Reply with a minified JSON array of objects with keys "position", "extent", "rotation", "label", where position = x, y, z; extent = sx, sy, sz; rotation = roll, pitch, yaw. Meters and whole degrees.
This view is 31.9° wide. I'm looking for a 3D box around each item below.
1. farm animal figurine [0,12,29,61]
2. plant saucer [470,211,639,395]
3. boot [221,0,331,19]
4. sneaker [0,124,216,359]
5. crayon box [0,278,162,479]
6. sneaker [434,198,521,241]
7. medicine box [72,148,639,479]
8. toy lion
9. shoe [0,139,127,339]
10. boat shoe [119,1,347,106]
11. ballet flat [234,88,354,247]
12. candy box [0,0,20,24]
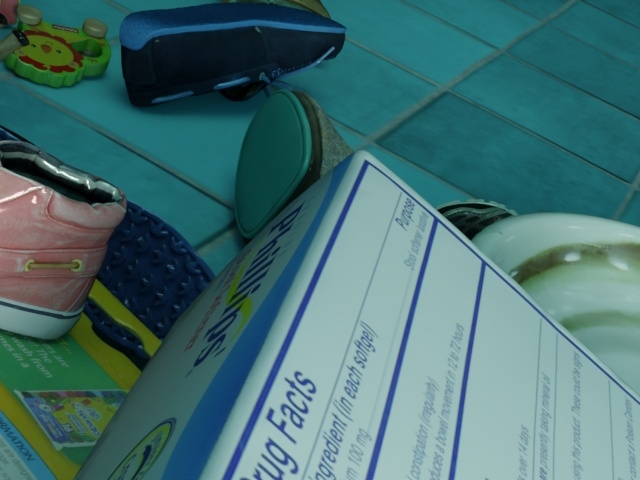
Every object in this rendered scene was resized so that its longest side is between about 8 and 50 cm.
[{"position":[-0.390,-0.214,0.746],"extent":[0.330,0.172,0.327],"rotation":[51,3,8],"label":"farm animal figurine"},{"position":[0.264,0.129,0.777],"extent":[0.401,0.100,0.400],"rotation":[17,29,-10],"label":"plant saucer"},{"position":[-0.101,-0.322,1.308],"extent":[0.236,0.089,0.269],"rotation":[14,30,-14],"label":"boot"},{"position":[-0.154,-0.002,0.725],"extent":[0.232,0.081,0.090],"rotation":[38,-6,-3],"label":"sneaker"},{"position":[-0.198,0.080,0.498],"extent":[0.203,0.083,0.323],"rotation":[39,20,28],"label":"crayon box"},{"position":[0.165,0.019,0.932],"extent":[0.170,0.063,0.075],"rotation":[23,22,-9],"label":"sneaker"},{"position":[0.050,0.145,0.454],"extent":[0.289,0.149,0.263],"rotation":[41,27,-8],"label":"medicine box"},{"position":[-0.236,-0.169,1.009],"extent":[0.100,0.034,0.096],"rotation":[6,39,-29],"label":"toy lion"},{"position":[-0.179,-0.015,0.515],"extent":[0.178,0.081,0.063],"rotation":[19,20,-33],"label":"shoe"},{"position":[-0.087,-0.177,1.075],"extent":[0.258,0.089,0.109],"rotation":[-10,29,-38],"label":"boat shoe"},{"position":[0.000,0.000,0.834],"extent":[0.106,0.107,0.316],"rotation":[33,28,-26],"label":"ballet flat"},{"position":[-0.377,-0.390,1.033],"extent":[0.122,0.268,0.317],"rotation":[-9,42,-39],"label":"candy box"}]
